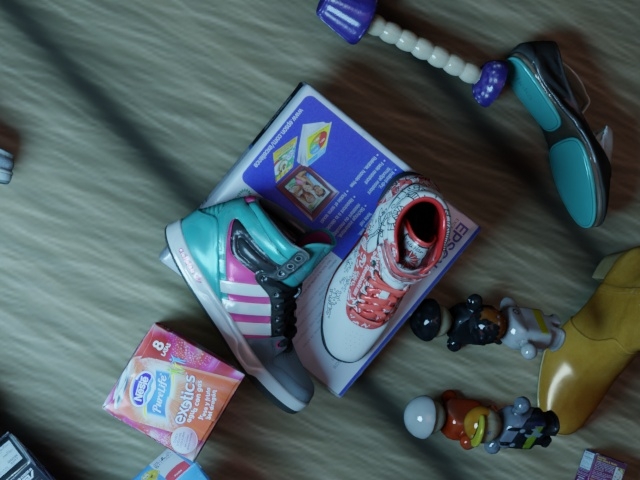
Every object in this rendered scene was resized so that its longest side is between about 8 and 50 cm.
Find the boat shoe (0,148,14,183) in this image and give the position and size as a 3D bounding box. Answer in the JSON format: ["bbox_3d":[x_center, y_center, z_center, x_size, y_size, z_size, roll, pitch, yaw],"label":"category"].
[{"bbox_3d":[-0.514,-0.174,1.690,0.320,0.118,0.103,31,87,-6],"label":"boat shoe"}]

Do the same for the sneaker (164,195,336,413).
[{"bbox_3d":[-0.046,0.063,1.735,0.178,0.124,0.295,-30,103,12],"label":"sneaker"}]

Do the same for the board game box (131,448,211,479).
[{"bbox_3d":[-0.200,0.470,1.701,0.308,0.086,0.302,-40,113,-16],"label":"board game box"}]

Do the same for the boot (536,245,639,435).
[{"bbox_3d":[0.407,0.140,1.882,0.104,0.211,0.295,24,84,-13],"label":"boot"}]

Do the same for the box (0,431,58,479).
[{"bbox_3d":[-0.419,0.422,1.678,0.307,0.076,0.242,-42,130,-12],"label":"box"}]

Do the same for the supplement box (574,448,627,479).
[{"bbox_3d":[0.398,0.349,1.966,0.055,0.043,0.083,21,86,-14],"label":"supplement box"}]

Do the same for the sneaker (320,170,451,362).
[{"bbox_3d":[0.079,0.045,1.728,0.090,0.145,0.270,24,98,-11],"label":"sneaker"}]

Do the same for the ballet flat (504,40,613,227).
[{"bbox_3d":[0.359,-0.159,1.933,0.096,0.095,0.280,-28,97,-25],"label":"ballet flat"}]

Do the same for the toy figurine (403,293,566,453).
[{"bbox_3d":[0.213,0.178,1.831,0.148,0.209,0.213,8,87,-25],"label":"toy figurine"}]

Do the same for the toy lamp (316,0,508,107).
[{"bbox_3d":[0.125,-0.272,1.876,0.275,0.080,0.080,22,85,-14],"label":"toy lamp"}]

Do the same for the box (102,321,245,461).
[{"bbox_3d":[-0.182,0.181,1.696,0.128,0.257,0.122,31,84,-3],"label":"box"}]

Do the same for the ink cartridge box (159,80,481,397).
[{"bbox_3d":[0.000,0.000,1.817,0.307,0.072,0.303,39,95,-15],"label":"ink cartridge box"}]
